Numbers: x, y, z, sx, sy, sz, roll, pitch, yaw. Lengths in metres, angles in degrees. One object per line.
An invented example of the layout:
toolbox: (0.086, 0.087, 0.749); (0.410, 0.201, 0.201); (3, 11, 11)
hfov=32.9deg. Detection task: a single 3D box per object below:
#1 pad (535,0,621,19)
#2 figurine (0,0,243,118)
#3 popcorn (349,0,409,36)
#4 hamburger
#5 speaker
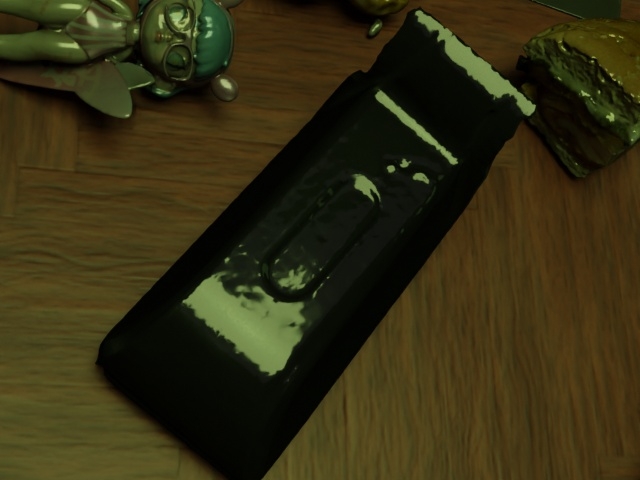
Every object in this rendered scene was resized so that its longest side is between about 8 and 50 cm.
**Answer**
pad: (0.300, -0.340, 1.267); (0.127, 0.004, 0.190); (17, 65, -10)
figurine: (-0.201, -0.214, 0.997); (0.260, 0.103, 0.205); (1, 93, -12)
popcorn: (0.023, -0.322, 1.102); (0.194, 0.140, 0.163); (19, 69, -11)
hamburger: (0.322, -0.182, 1.136); (0.208, 0.135, 0.155); (-28, 80, -27)
speaker: (0.000, 0.000, 0.933); (0.180, 0.184, 0.388); (39, 64, 1)
